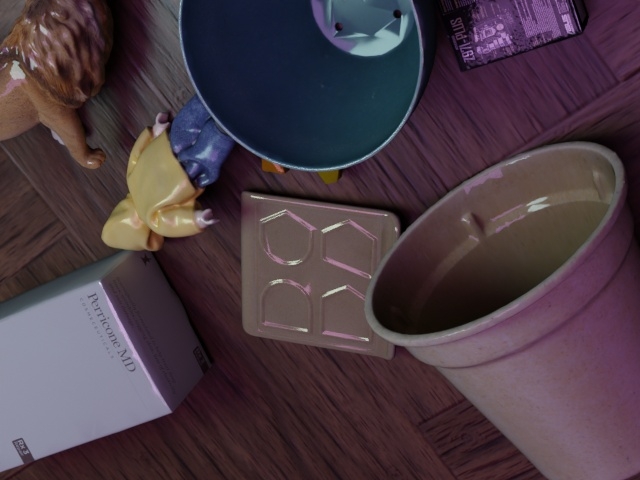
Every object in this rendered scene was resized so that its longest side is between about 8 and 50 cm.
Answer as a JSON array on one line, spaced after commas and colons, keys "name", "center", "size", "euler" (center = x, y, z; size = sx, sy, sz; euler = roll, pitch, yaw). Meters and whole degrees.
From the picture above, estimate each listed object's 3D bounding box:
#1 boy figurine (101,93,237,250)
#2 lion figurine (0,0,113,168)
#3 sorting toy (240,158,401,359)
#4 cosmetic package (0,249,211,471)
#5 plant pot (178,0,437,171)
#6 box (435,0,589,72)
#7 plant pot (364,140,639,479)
[{"name": "boy figurine", "center": [-0.186, -0.074, 1.583], "size": [0.285, 0.092, 0.177], "euler": [-51, 59, 31]}, {"name": "lion figurine", "center": [-0.423, -0.169, 1.540], "size": [0.392, 0.142, 0.240], "euler": [-29, 135, -10]}, {"name": "sorting toy", "center": [0.000, 0.000, 1.598], "size": [0.229, 0.041, 0.307], "euler": [10, 116, 19]}, {"name": "cosmetic package", "center": [-0.375, 0.175, 1.732], "size": [0.385, 0.156, 0.217], "euler": [-23, 102, 27]}, {"name": "plant pot", "center": [0.013, -0.247, 1.382], "size": [0.290, 0.195, 0.290], "euler": [11, 118, 22]}, {"name": "box", "center": [0.202, -0.300, 1.370], "size": [0.147, 0.077, 0.180], "euler": [-16, 107, 24]}, {"name": "plant pot", "center": [0.271, 0.107, 1.417], "size": [0.333, 0.334, 0.305], "euler": [-25, 114, 26]}]
